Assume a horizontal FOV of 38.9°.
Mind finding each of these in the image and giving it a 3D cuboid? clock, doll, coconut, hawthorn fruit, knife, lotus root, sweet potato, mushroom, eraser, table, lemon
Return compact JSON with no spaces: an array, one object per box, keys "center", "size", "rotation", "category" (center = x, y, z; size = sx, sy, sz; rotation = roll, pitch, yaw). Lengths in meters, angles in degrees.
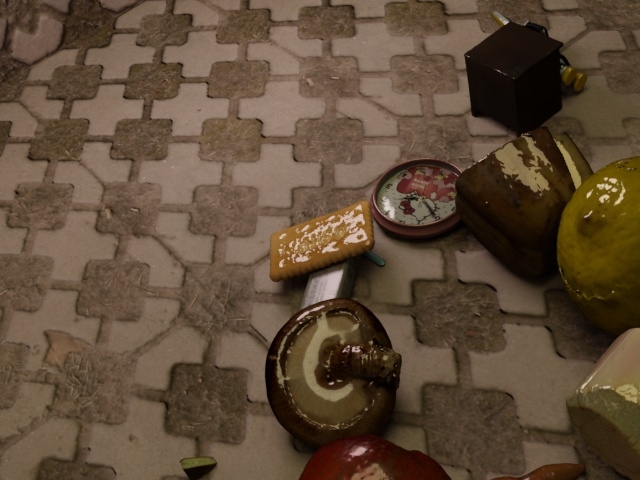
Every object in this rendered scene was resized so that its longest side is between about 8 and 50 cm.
[{"center":[0.234,-0.098,2.097],"size":[0.244,0.056,0.244],"rotation":[-7,47,8],"category":"clock"},{"center":[0.563,-0.487,2.330],"size":[0.145,0.103,0.316],"rotation":[-10,42,-27],"category":"doll"},{"center":[0.564,0.263,1.523],"size":[0.244,0.239,0.239],"rotation":[-42,49,-17],"category":"coconut"},{"center":[0.067,0.459,1.463],"size":[0.299,0.275,0.275],"rotation":[-42,49,-21],"category":"hawthorn fruit"},{"center":[0.110,0.033,2.042],"size":[0.027,0.010,0.096],"rotation":[-43,52,-16],"category":"knife"},{"center":[0.453,-0.088,1.863],"size":[0.316,0.316,0.250],"rotation":[-29,61,-10],"category":"lotus root"},{"center":[0.361,0.420,1.558],"size":[0.202,0.058,0.055],"rotation":[-15,65,2],"category":"sweet potato"},{"center":[0.032,0.253,1.728],"size":[0.278,0.163,0.297],"rotation":[-6,65,19],"category":"mushroom"},{"center":[0.021,0.097,1.966],"size":[0.089,0.061,0.352],"rotation":[-5,46,25],"category":"eraser"},{"center":[0.475,-0.389,2.202],"size":[0.172,0.193,0.169],"rotation":[-36,47,-18],"category":"table"},{"center":[0.621,0.019,1.659],"size":[0.387,0.350,0.350],"rotation":[15,36,-28],"category":"lemon"}]

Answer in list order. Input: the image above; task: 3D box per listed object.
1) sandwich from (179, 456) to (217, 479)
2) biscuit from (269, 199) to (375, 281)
[{"center":[-0.242,0.439,1.744],"size":[0.031,0.083,0.044],"rotation":[51,119,38],"category":"sandwich"},{"center":[0.000,-0.001,2.008],"size":[0.249,0.030,0.160],"rotation":[-19,40,15],"category":"biscuit"}]
